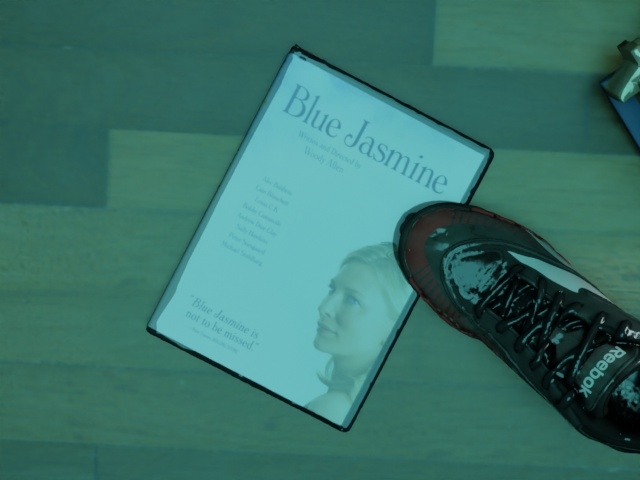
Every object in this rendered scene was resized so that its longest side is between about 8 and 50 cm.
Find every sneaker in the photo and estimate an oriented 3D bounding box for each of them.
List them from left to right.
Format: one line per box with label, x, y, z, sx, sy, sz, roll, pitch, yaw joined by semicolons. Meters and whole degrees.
sneaker;0.177;0.067;1.228;0.276;0.135;0.097;39;92;-5

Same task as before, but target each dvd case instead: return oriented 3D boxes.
dvd case;0.000;0.000;1.285;0.180;0.022;0.253;27;92;-2

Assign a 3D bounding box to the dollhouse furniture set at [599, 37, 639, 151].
dollhouse furniture set;0.377;-0.047;1.154;0.198;0.286;0.303;-35;104;1
